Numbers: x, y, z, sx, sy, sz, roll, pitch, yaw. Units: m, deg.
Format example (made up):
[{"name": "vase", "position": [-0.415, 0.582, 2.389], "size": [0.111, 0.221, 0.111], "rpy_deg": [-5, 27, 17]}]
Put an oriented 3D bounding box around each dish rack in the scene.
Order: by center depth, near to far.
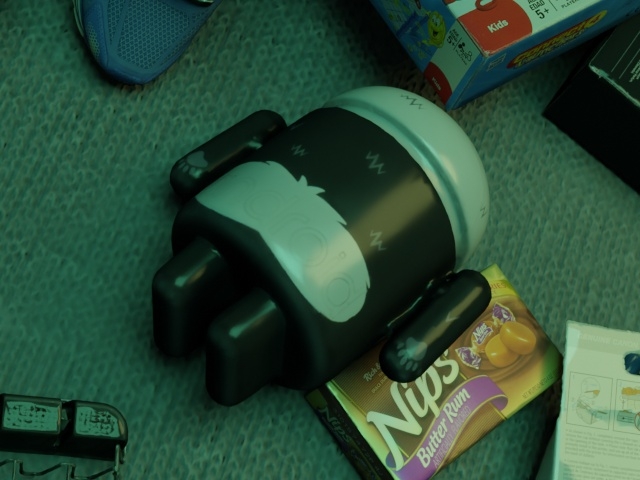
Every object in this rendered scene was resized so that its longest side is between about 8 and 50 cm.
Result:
[{"name": "dish rack", "position": [-0.236, 0.230, 1.087], "size": [0.208, 0.074, 0.271], "rpy_deg": [7, 71, -16]}]

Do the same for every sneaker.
[{"name": "sneaker", "position": [-0.083, -0.249, 1.187], "size": [0.130, 0.330, 0.147], "rpy_deg": [17, 29, -29]}]

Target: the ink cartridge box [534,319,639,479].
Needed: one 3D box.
[{"name": "ink cartridge box", "position": [0.258, 0.190, 1.276], "size": [0.181, 0.056, 0.224], "rpy_deg": [10, 74, -16]}]

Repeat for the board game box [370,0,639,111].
[{"name": "board game box", "position": [0.149, -0.302, 1.315], "size": [0.308, 0.086, 0.302], "rpy_deg": [-29, 76, -25]}]

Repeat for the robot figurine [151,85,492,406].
[{"name": "robot figurine", "position": [0.001, 0.002, 1.199], "size": [0.278, 0.174, 0.209], "rpy_deg": [-39, 105, -27]}]

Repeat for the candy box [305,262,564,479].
[{"name": "candy box", "position": [0.094, 0.112, 1.257], "size": [0.187, 0.053, 0.109], "rpy_deg": [-32, 85, -28]}]

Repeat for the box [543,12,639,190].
[{"name": "box", "position": [0.348, -0.163, 1.421], "size": [0.184, 0.103, 0.261], "rpy_deg": [38, 63, 0]}]

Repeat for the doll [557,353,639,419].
[{"name": "doll", "position": [0.282, 0.140, 1.319], "size": [0.189, 0.046, 0.129], "rpy_deg": [-8, 84, -16]}]
